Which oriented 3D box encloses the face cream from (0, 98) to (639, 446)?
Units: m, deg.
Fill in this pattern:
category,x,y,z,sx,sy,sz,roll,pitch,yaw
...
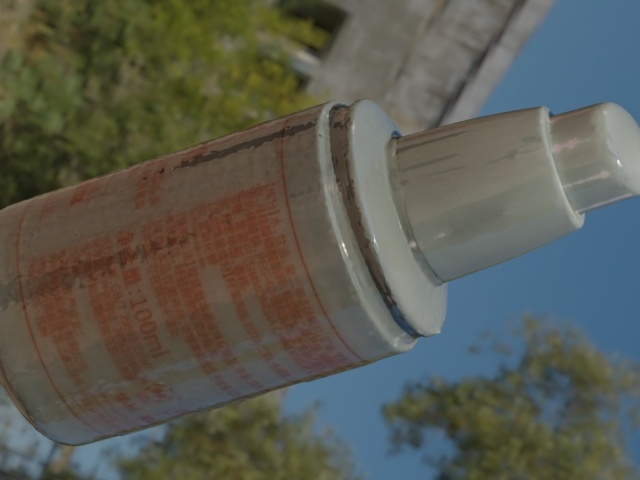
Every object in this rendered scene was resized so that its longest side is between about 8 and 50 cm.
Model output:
category,x,y,z,sx,sy,sz,roll,pitch,yaw
face cream,0.000,0.000,0.697,0.251,0.101,0.101,-18,-149,18
